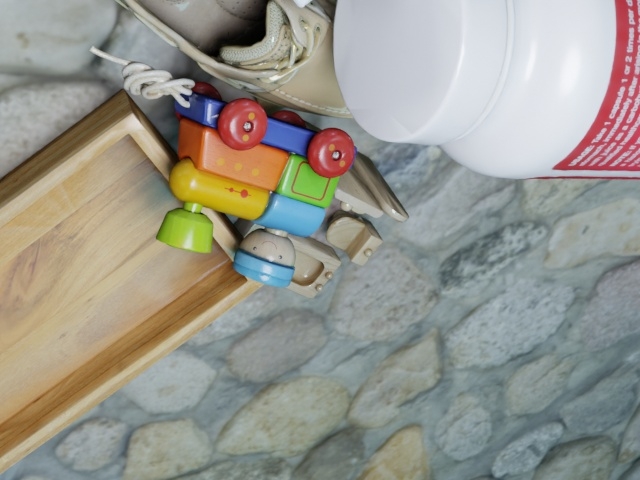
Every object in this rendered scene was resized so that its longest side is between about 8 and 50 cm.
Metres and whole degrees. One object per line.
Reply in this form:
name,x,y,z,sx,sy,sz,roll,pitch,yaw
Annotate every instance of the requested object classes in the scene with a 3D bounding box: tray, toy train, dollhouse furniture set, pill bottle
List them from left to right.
tray,-0.273,0.071,1.395,0.411,0.076,0.203,-36,117,3
toy train,-0.101,-0.055,1.297,0.248,0.105,0.143,16,95,-32
dollhouse furniture set,0.000,0.000,1.462,0.144,0.123,0.151,26,112,-38
pill bottle,0.223,-0.164,1.340,0.408,0.229,0.229,-1,126,-34

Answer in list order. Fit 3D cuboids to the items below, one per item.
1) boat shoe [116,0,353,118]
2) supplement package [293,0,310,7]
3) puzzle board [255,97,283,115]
boat shoe,-0.052,-0.169,1.309,0.302,0.098,0.109,27,108,-34
supplement package,0.012,-0.348,1.181,0.262,0.145,0.204,-38,133,5
puzzle board,-0.011,-0.175,1.397,0.128,0.011,0.096,-30,132,-2
